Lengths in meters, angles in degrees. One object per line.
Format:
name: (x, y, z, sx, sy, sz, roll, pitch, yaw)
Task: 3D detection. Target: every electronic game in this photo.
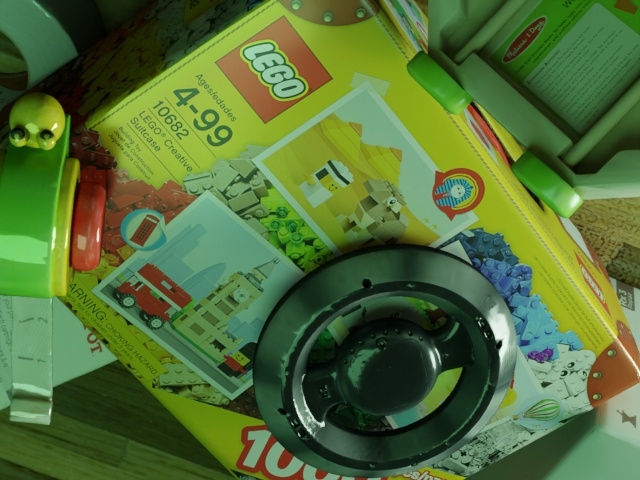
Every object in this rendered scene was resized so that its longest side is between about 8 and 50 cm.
electronic game: (0.056, 0.106, 1.197, 0.229, 0.048, 0.229, -4, 117, -9)

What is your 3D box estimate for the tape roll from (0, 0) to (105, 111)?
tape roll: (-0.317, -0.183, 1.322, 0.219, 0.072, 0.219, 7, 132, 8)

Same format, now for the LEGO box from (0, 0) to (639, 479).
LEGO box: (0.000, 0.000, 1.272, 0.372, 0.193, 0.500, -32, 119, 16)

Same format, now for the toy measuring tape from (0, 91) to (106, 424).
toy measuring tape: (-0.229, 0.040, 1.103, 0.121, 0.121, 0.330, 11, 122, 3)

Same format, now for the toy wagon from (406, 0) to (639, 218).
toy wagon: (0.187, -0.192, 1.039, 0.267, 0.344, 0.068, -46, 155, 6)

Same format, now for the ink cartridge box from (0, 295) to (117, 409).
ink cartridge box: (-0.357, 0.067, 1.400, 0.283, 0.117, 0.207, -23, 130, -17)

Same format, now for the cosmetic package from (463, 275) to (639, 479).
cosmetic package: (0.258, 0.246, 1.474, 0.156, 0.217, 0.385, 25, 134, -10)
